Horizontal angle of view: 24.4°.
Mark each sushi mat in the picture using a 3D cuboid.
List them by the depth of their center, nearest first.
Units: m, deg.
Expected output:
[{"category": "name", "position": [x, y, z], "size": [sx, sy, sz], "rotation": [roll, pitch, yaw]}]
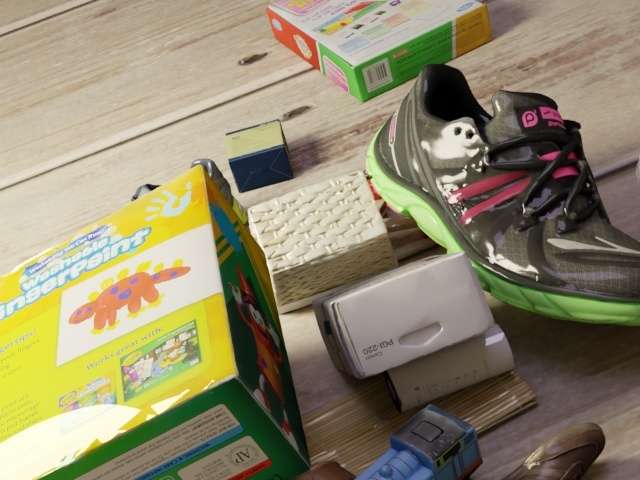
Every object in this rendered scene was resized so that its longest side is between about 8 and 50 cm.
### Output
[{"category": "sushi mat", "position": [0.066, 0.205, 1.601], "size": [0.316, 0.019, 0.151], "rotation": [-26, 33, -15]}]

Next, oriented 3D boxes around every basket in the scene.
[{"category": "basket", "position": [0.000, 0.000, 1.818], "size": [0.167, 0.103, 0.113], "rotation": [-20, 63, -4]}]

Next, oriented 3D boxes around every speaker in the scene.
[{"category": "speaker", "position": [0.140, 0.138, 1.600], "size": [0.136, 0.055, 0.055], "rotation": [-21, 34, -6]}]

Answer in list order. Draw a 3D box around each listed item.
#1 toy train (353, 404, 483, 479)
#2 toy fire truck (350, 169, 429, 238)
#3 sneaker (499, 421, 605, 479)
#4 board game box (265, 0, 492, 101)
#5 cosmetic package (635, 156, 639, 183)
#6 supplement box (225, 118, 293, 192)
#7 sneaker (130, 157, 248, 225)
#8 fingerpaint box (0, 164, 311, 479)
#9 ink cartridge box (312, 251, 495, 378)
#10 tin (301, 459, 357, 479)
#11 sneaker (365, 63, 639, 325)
[{"category": "toy train", "position": [0.083, 0.249, 1.451], "size": [0.184, 0.105, 0.080], "rotation": [-36, 38, -27]}, {"category": "toy fire truck", "position": [0.065, -0.038, 1.930], "size": [0.192, 0.047, 0.135], "rotation": [-18, 35, -1]}, {"category": "sneaker", "position": [0.215, 0.254, 1.443], "size": [0.188, 0.066, 0.071], "rotation": [-32, 53, -13]}, {"category": "board game box", "position": [0.088, -0.348, 2.354], "size": [0.242, 0.064, 0.316], "rotation": [-26, 34, -14]}, {"category": "cosmetic package", "position": [0.514, -0.071, 1.612], "size": [0.296, 0.129, 0.153], "rotation": [9, 33, -6]}, {"category": "supplement box", "position": [-0.087, -0.121, 2.109], "size": [0.083, 0.056, 0.083], "rotation": [-15, 34, 3]}, {"category": "sneaker", "position": [-0.232, -0.005, 1.944], "size": [0.111, 0.121, 0.300], "rotation": [20, 48, 43]}, {"category": "fingerpaint box", "position": [-0.258, 0.171, 1.569], "size": [0.445, 0.163, 0.371], "rotation": [-28, 36, 9]}, {"category": "ink cartridge box", "position": [0.084, 0.080, 1.620], "size": [0.158, 0.092, 0.218], "rotation": [-21, 2, -6]}, {"category": "tin", "position": [-0.028, 0.293, 1.434], "size": [0.040, 0.106, 0.190], "rotation": [27, 52, 30]}, {"category": "sneaker", "position": [0.230, -0.058, 1.682], "size": [0.185, 0.202, 0.483], "rotation": [-1, 30, -43]}]
